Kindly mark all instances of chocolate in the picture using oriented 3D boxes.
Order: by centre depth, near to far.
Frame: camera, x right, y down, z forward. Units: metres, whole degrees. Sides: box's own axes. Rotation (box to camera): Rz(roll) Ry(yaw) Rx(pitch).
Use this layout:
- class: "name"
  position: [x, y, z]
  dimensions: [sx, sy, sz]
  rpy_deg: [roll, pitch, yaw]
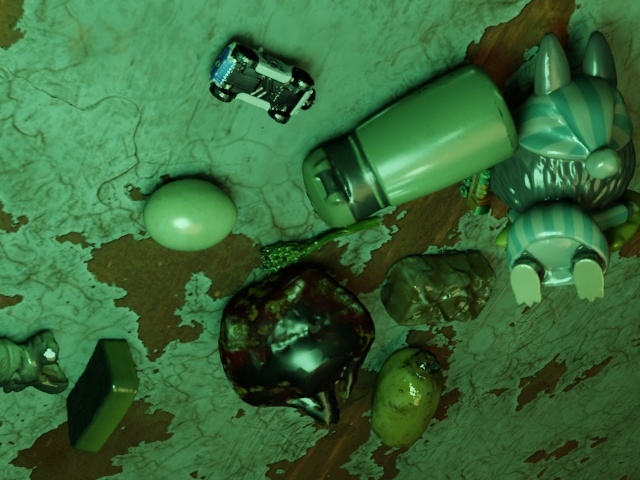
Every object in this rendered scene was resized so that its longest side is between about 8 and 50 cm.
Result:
- class: "chocolate"
  position: [0.235, 0.101, 1.930]
  dimensions: [0.214, 0.093, 0.148]
  rpy_deg: [-6, 135, -23]

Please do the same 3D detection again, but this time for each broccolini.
- class: "broccolini"
  position: [0.000, 0.000, 1.736]
  dimensions: [0.239, 0.051, 0.054]
  rpy_deg: [-22, 165, -16]

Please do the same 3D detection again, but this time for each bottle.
- class: "bottle"
  position: [0.134, -0.141, 1.562]
  dimensions: [0.346, 0.168, 0.168]
  rpy_deg: [-26, 141, 5]

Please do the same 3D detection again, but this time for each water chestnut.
- class: "water chestnut"
  position: [-0.042, 0.190, 1.755]
  dimensions: [0.289, 0.244, 0.289]
  rpy_deg: [-15, 136, -15]

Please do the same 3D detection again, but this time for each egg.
- class: "egg"
  position: [-0.202, -0.040, 1.516]
  dimensions: [0.152, 0.114, 0.114]
  rpy_deg: [-7, 137, -29]

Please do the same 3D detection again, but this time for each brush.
- class: "brush"
  position: [-0.398, 0.280, 1.748]
  dimensions: [0.059, 0.123, 0.197]
  rpy_deg: [14, 125, -33]

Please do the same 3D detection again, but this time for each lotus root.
- class: "lotus root"
  position: [0.186, 0.338, 2.106]
  dimensions: [0.146, 0.160, 0.284]
  rpy_deg: [0, 137, -21]

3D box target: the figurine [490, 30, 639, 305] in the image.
- class: "figurine"
  position: [0.377, -0.146, 1.597]
  dimensions: [0.266, 0.361, 0.378]
  rpy_deg: [-9, 115, 23]

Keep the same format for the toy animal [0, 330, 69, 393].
- class: "toy animal"
  position: [-0.563, 0.200, 1.588]
  dimensions: [0.343, 0.106, 0.168]
  rpy_deg: [3, 131, -36]

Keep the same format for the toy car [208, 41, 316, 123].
- class: "toy car"
  position: [-0.081, -0.231, 1.410]
  dimensions: [0.170, 0.070, 0.080]
  rpy_deg: [16, 124, -37]

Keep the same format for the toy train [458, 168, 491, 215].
- class: "toy train"
  position: [0.288, -0.101, 1.761]
  dimensions: [0.044, 0.064, 0.103]
  rpy_deg: [-12, 138, -16]
